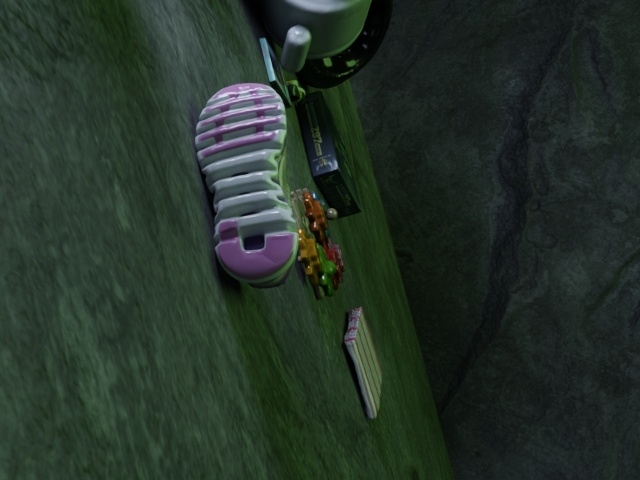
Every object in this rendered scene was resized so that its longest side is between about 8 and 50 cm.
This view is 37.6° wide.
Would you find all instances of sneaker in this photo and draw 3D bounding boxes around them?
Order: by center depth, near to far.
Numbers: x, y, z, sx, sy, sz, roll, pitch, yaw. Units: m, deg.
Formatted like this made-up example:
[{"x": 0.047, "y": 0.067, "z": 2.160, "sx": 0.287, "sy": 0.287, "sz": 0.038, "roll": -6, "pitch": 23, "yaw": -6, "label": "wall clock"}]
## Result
[{"x": -0.070, "y": -0.050, "z": 0.972, "sx": 0.104, "sy": 0.095, "sz": 0.237, "roll": 73, "pitch": 9, "yaw": -64, "label": "sneaker"}, {"x": -0.051, "y": -0.276, "z": 1.787, "sx": 0.083, "sy": 0.031, "sz": 0.035, "roll": 40, "pitch": 48, "yaw": -69, "label": "sneaker"}]

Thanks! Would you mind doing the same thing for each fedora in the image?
[{"x": 0.010, "y": -0.499, "z": 2.076, "sx": 0.152, "sy": 0.334, "sz": 0.334, "roll": 37, "pitch": -11, "yaw": 28, "label": "fedora"}]

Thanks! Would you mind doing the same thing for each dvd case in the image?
[{"x": -0.079, "y": -0.295, "z": 1.669, "sx": 0.119, "sy": 0.013, "sz": 0.087, "roll": 55, "pitch": 20, "yaw": -70, "label": "dvd case"}]

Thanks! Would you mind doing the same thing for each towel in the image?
[{"x": 0.073, "y": 0.210, "z": 1.637, "sx": 0.197, "sy": 0.029, "sz": 0.144, "roll": -67, "pitch": 140, "yaw": -74, "label": "towel"}]

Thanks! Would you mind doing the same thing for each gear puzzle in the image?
[{"x": 0.000, "y": 0.000, "z": 1.483, "sx": 0.339, "sy": 0.044, "sz": 0.176, "roll": -37, "pitch": 111, "yaw": -82, "label": "gear puzzle"}]

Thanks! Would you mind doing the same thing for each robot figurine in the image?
[{"x": -0.006, "y": -0.448, "z": 1.671, "sx": 0.353, "sy": 0.199, "sz": 0.300, "roll": 115, "pitch": -3, "yaw": -78, "label": "robot figurine"}]

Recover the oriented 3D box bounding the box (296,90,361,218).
[{"x": 0.019, "y": -0.171, "z": 1.923, "sx": 0.233, "sy": 0.059, "sz": 0.184, "roll": 55, "pitch": 21, "yaw": -65, "label": "box"}]
